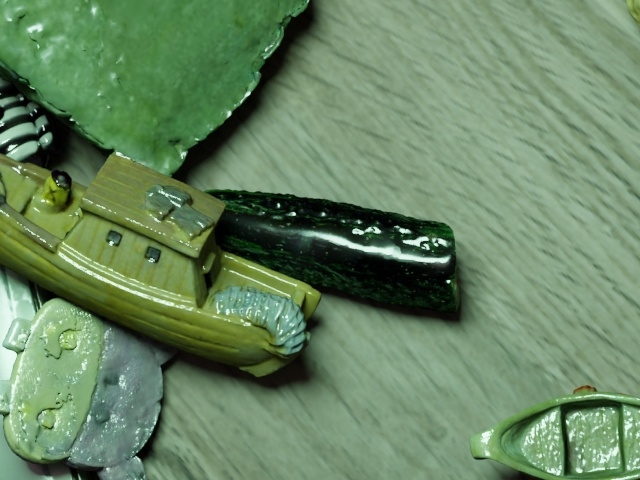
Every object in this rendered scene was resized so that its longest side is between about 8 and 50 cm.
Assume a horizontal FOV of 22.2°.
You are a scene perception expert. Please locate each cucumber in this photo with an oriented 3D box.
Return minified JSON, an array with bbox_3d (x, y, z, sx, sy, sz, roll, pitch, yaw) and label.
[{"bbox_3d":[0.000,0.001,1.319,0.241,0.074,0.074,12,80,13],"label":"cucumber"}]

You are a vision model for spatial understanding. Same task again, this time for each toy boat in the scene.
[{"bbox_3d":[-0.150,0.002,1.279,0.321,0.121,0.089,25,42,0],"label":"toy boat"},{"bbox_3d":[0.208,0.154,1.250,0.185,0.071,0.089,-6,77,8],"label":"toy boat"}]

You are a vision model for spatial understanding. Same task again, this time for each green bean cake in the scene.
[{"bbox_3d":[-0.157,-0.203,1.312,0.255,0.132,0.241,37,85,-29],"label":"green bean cake"}]

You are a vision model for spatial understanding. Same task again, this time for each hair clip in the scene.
[{"bbox_3d":[-0.189,0.105,1.311,0.146,0.056,0.187,21,60,-24],"label":"hair clip"}]

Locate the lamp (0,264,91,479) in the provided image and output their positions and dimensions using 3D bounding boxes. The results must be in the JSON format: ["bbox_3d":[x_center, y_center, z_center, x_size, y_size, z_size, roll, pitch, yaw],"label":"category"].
[{"bbox_3d":[-0.341,0.138,1.354,0.266,0.047,0.269,-16,75,6],"label":"lamp"}]

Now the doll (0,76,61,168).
[{"bbox_3d":[-0.272,-0.119,1.387,0.091,0.067,0.219,-19,70,9],"label":"doll"}]

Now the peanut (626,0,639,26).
[{"bbox_3d":[0.300,-0.187,1.306,0.093,0.083,0.194,-15,74,-9],"label":"peanut"}]
